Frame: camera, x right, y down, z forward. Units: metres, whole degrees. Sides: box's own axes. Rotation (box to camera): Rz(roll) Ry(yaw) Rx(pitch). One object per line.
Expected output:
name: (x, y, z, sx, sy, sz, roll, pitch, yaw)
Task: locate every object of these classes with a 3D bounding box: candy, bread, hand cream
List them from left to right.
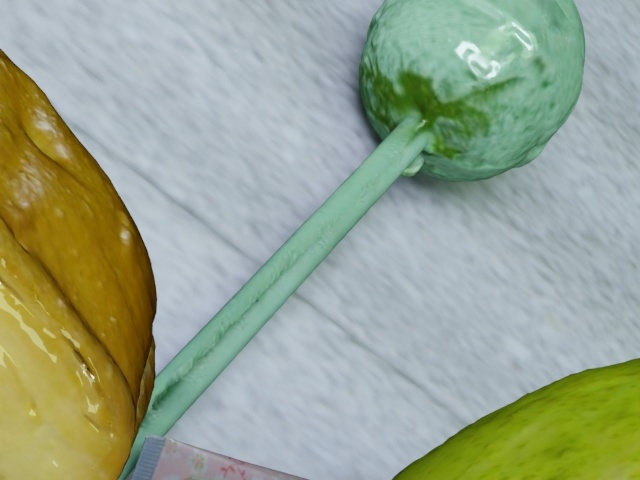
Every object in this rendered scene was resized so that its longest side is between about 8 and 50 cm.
bread: (-0.142, -0.010, 0.622, 0.235, 0.099, 0.210, 55, 9, -12)
hand cream: (-0.006, 0.134, 0.784, 0.210, 0.043, 0.067, 18, 96, -40)
candy: (0.000, 0.000, 0.833, 0.119, 0.119, 0.440, 52, 51, -13)

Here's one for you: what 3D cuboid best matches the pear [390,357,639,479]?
pear: (0.130, 0.232, 0.645, 0.391, 0.391, 0.391, 22, 57, -37)
